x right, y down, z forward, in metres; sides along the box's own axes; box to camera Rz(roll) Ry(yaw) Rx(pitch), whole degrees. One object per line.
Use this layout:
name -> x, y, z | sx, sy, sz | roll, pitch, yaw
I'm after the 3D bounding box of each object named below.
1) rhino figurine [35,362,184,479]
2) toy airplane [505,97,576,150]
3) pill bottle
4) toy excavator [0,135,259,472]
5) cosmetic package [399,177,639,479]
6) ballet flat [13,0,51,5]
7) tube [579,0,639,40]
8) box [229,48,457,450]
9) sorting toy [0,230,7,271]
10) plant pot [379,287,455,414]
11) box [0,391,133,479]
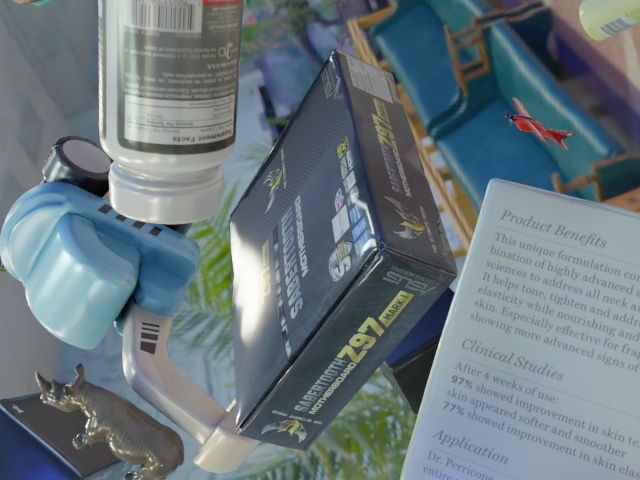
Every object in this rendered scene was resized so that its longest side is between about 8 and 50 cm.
rhino figurine -> -0.288, 0.249, 1.192 | 0.243, 0.106, 0.073 | 40, -140, -12
toy airplane -> 0.392, -0.202, 1.561 | 0.028, 0.151, 0.151 | -62, 28, 32
pill bottle -> -0.175, -0.175, 1.011 | 0.161, 0.161, 0.283 | -105, 19, -65
toy excavator -> -0.284, 0.107, 1.306 | 0.433, 0.222, 0.445 | 26, -150, -21
cosmetic package -> 0.336, 0.168, 1.119 | 0.327, 0.329, 0.394 | 20, -92, -71
ballet flat -> -0.169, -0.250, 0.632 | 0.106, 0.316, 0.108 | 45, -127, -36
tube -> 0.421, -0.310, 1.035 | 0.062, 0.070, 0.240 | 40, 152, -20
box -> 0.000, 0.000, 0.616 | 0.059, 0.183, 0.233 | 20, -144, -22
sorting toy -> -0.677, 0.023, 1.791 | 0.042, 0.061, 0.102 | -73, -31, -73
plant pot -> 0.183, 0.187, 1.513 | 0.188, 0.167, 0.187 | 60, 174, -35
box -> -0.557, 0.490, 1.578 | 0.212, 0.395, 0.293 | 36, -178, 10
